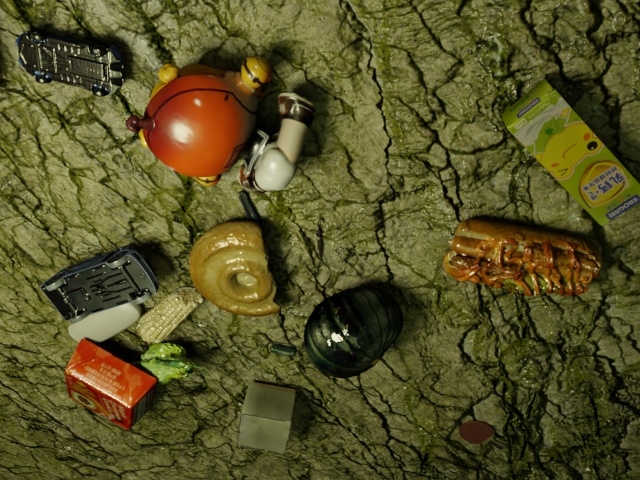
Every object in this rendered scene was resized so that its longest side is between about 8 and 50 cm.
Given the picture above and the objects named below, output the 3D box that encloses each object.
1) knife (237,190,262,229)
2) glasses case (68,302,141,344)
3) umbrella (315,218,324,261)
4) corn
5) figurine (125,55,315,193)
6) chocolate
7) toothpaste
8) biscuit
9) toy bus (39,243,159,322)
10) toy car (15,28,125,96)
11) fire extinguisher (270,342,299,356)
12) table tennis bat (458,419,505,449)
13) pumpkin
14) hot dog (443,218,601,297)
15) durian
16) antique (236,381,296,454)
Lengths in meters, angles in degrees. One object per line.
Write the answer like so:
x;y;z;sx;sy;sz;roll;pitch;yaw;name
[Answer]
-0.164;-0.064;1.279;0.031;0.018;0.121;-13;120;12;knife
-0.578;0.215;1.484;0.233;0.059;0.092;-30;118;23;glasses case
-0.003;0.000;1.309;0.022;0.013;0.122;-8;124;-15;umbrella
-0.395;0.189;1.435;0.087;0.087;0.211;38;118;-19;corn
-0.197;-0.212;1.073;0.323;0.196;0.320;18;131;-19;figurine
-0.582;0.405;1.531;0.235;0.108;0.237;29;140;0;chocolate
0.505;-0.172;1.100;0.327;0.077;0.110;39;119;-19;toothpaste
-0.206;0.082;1.328;0.213;0.091;0.274;-7;130;13;biscuit
-0.523;0.095;1.355;0.292;0.133;0.125;-17;115;19;toy bus
-0.486;-0.352;1.088;0.216;0.063;0.103;14;124;3;toy car
-0.093;0.299;1.514;0.083;0.025;0.038;15;101;-4;fire extinguisher
0.486;0.584;1.656;0.158;0.014;0.095;32;120;-13;table tennis bat
0.076;0.210;1.342;0.250;0.216;0.250;-15;150;-9;pumpkin
0.449;0.051;1.233;0.349;0.117;0.158;11;125;-2;hot dog
-0.414;0.337;1.511;0.375;0.106;0.132;-18;113;42;durian
-0.152;0.501;1.582;0.147;0.148;0.151;10;124;-2;antique
